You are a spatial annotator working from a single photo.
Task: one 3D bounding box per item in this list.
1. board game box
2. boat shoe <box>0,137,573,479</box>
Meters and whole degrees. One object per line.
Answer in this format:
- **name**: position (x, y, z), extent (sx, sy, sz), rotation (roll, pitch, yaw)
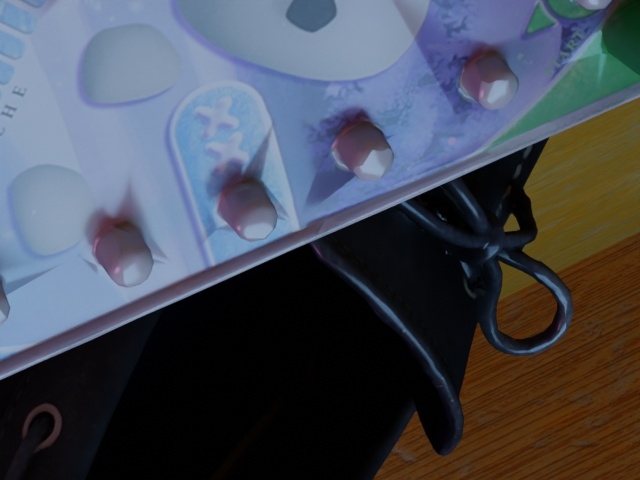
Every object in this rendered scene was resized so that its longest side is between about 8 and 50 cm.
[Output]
- **board game box**: position (-0.052, -0.134, 0.437), extent (0.390, 0.050, 0.390), rotation (-24, 128, -11)
- **boat shoe**: position (0.000, 0.000, 0.679), extent (0.500, 0.156, 0.187), rotation (-52, 133, -19)
